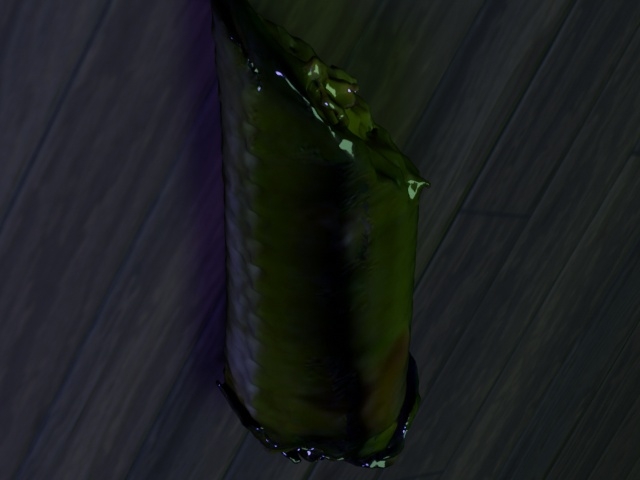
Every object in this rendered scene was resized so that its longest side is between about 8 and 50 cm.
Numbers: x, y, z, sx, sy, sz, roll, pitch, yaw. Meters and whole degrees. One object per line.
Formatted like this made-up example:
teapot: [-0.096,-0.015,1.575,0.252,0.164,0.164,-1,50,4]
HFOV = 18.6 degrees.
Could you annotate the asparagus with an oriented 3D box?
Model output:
asparagus: [0.000,0.000,1.142,0.382,0.128,0.108,90,7,-48]
